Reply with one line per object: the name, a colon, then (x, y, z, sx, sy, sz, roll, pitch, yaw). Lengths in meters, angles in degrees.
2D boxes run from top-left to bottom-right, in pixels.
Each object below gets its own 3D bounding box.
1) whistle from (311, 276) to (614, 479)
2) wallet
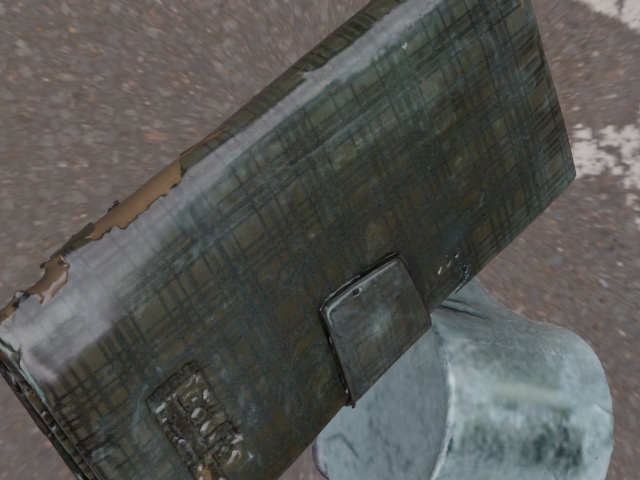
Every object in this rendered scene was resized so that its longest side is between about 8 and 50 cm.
whistle: (0.099, 0.219, 1.103, 0.168, 0.188, 0.405, 12, 90, -30)
wallet: (0.001, 0.000, 0.653, 0.317, 0.044, 0.169, -42, 127, -23)
